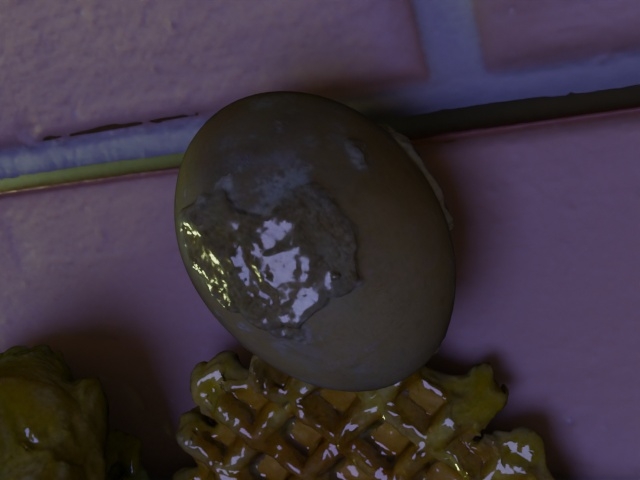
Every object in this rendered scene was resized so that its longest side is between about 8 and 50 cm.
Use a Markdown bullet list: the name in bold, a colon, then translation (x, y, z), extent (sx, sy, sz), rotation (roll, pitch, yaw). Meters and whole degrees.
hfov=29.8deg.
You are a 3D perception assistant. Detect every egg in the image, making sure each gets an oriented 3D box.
- **egg**: translation (-0.003, 0.002, 0.742), extent (0.164, 0.164, 0.201), rotation (-32, 100, 34)

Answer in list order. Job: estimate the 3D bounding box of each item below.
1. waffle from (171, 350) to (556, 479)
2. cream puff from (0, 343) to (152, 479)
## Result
- **waffle**: translation (0.034, 0.211, 0.874), extent (0.325, 0.068, 0.302), rotation (-1, 111, 29)
- **cream puff**: translation (-0.216, 0.209, 0.921), extent (0.185, 0.281, 0.281), rotation (9, 121, -14)
